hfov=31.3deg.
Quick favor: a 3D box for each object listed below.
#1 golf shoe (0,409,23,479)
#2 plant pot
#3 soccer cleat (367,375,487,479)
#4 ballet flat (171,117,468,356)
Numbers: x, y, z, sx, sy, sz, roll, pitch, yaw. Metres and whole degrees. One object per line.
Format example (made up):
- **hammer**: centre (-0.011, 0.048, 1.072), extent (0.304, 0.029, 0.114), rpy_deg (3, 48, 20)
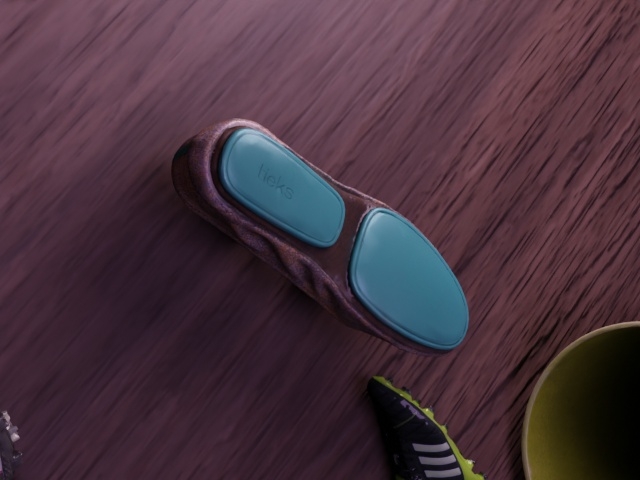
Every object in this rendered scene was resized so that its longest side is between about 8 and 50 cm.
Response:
- **golf shoe**: centre (-0.265, 0.165, 0.796), extent (0.120, 0.105, 0.272), rpy_deg (-29, 108, -24)
- **plant pot**: centre (0.402, 0.206, 1.202), extent (0.294, 0.275, 0.274), rpy_deg (-5, 95, -52)
- **soccer cleat**: centre (0.091, 0.201, 1.080), extent (0.072, 0.060, 0.179), rpy_deg (-45, 117, -12)
- **ballet flat**: centre (0.000, 0.000, 0.975), extent (0.316, 0.106, 0.107), rpy_deg (40, 62, -30)
